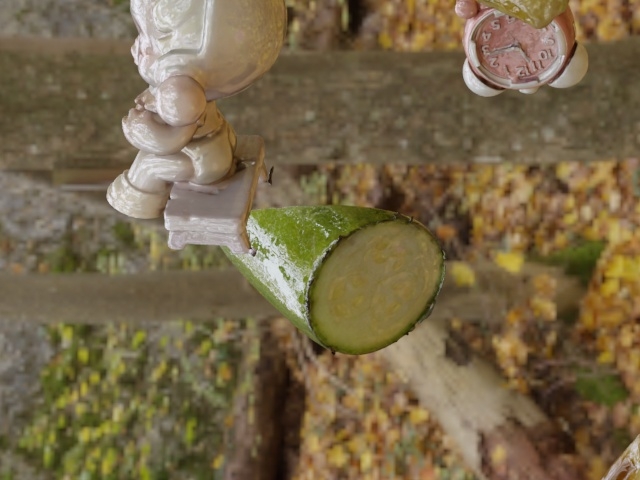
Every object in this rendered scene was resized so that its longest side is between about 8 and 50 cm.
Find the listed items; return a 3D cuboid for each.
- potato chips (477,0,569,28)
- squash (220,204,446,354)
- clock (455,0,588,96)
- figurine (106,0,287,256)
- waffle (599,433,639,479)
[{"bbox_3d":[0.149,-0.340,1.565,0.057,0.080,0.407,-64,34,15],"label":"potato chips"},{"bbox_3d":[0.000,0.000,1.486,0.260,0.189,0.189,45,144,51],"label":"squash"},{"bbox_3d":[0.261,-0.268,1.709,0.092,0.166,0.162,-72,-29,-51],"label":"clock"},{"bbox_3d":[-0.089,-0.128,1.007,0.182,0.145,0.256,-48,-30,-51],"label":"figurine"},{"bbox_3d":[0.307,0.334,1.290,0.224,0.098,0.327,-82,17,-64],"label":"waffle"}]
